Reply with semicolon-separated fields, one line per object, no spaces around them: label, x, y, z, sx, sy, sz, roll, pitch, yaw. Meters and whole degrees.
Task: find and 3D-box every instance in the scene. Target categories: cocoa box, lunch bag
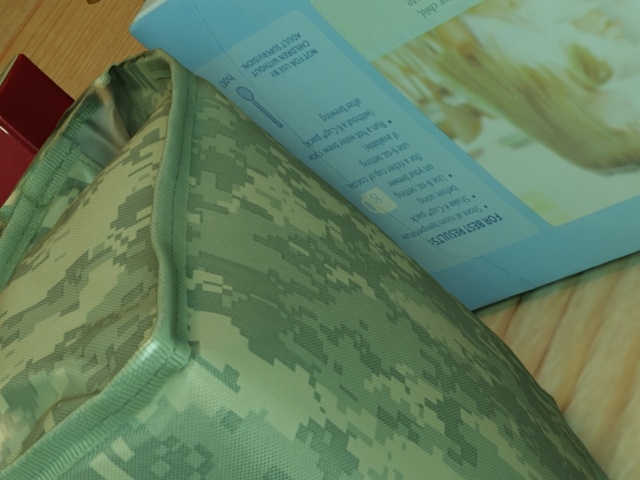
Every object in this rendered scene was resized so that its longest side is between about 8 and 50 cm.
cocoa box;0.128;-0.152;0.789;0.347;0.231;0.228;-24;32;50
lunch bag;-0.015;0.075;0.661;0.169;0.235;0.287;-45;20;19

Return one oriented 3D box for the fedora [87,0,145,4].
fedora;-0.094;-0.231;1.414;0.194;0.079;0.194;-37;18;15

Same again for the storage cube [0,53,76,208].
storage cube;-0.185;0.023;1.150;0.183;0.193;0.215;-45;12;9
